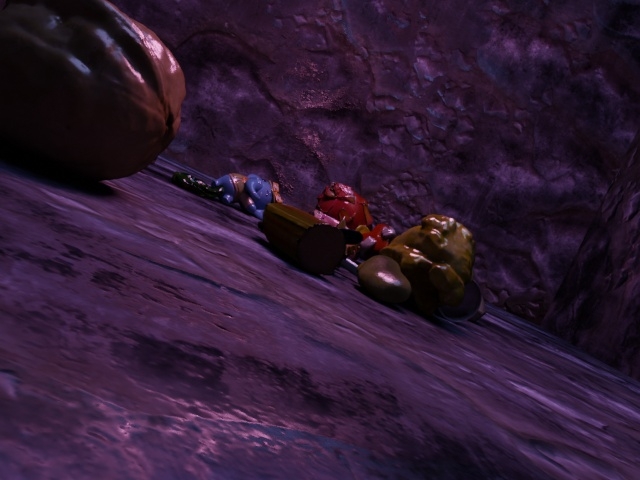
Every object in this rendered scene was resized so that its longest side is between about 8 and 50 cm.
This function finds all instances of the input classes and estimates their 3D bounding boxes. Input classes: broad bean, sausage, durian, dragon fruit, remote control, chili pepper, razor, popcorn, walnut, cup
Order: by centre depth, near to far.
[{"bbox_3d":[-0.441,-0.282,1.019,0.381,0.381,0.381,25,4,-2],"label":"walnut"},{"bbox_3d":[-0.069,-0.020,1.321,0.125,0.117,0.317,40,-7,-33],"label":"sausage"},{"bbox_3d":[0.149,0.089,1.334,0.124,0.082,0.174,8,14,-7],"label":"broad bean"},{"bbox_3d":[0.058,0.060,1.463,0.277,0.056,0.111,26,3,20],"label":"razor"},{"bbox_3d":[0.277,0.072,1.469,0.250,0.242,0.235,-25,-75,49],"label":"popcorn"},{"bbox_3d":[-0.039,-0.025,1.507,0.107,0.044,0.377,2,4,-34],"label":"remote control"},{"bbox_3d":[0.362,0.140,1.613,0.173,0.134,0.142,46,-2,-14],"label":"cup"},{"bbox_3d":[0.032,0.004,1.764,0.191,0.112,0.341,34,10,-12],"label":"durian"},{"bbox_3d":[-0.402,-0.183,1.842,0.182,0.050,0.073,18,14,-27],"label":"chili pepper"},{"bbox_3d":[0.091,-0.078,2.258,0.250,0.250,0.315,26,-39,20],"label":"dragon fruit"}]

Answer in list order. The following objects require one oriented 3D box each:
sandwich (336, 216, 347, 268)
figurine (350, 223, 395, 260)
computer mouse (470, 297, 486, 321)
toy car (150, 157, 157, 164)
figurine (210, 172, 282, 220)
[{"bbox_3d":[0.059,0.005,1.567,0.074,0.116,0.074,35,-30,-3],"label":"sandwich"},{"bbox_3d":[0.213,0.045,1.915,0.421,0.154,0.193,39,-24,56],"label":"figurine"},{"bbox_3d":[0.424,0.147,1.985,0.228,0.146,0.429,18,7,-41],"label":"computer mouse"},{"bbox_3d":[-0.538,-0.320,1.558,0.226,0.242,0.336,26,1,-21],"label":"toy car"},{"bbox_3d":[-0.260,-0.159,1.998,0.262,0.154,0.180,-6,35,-48],"label":"figurine"}]
